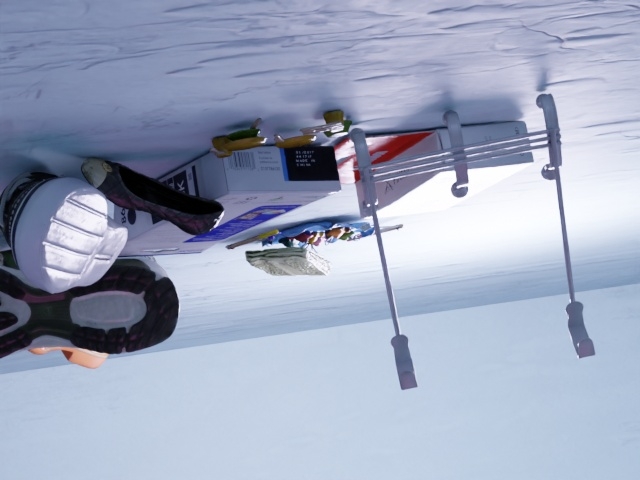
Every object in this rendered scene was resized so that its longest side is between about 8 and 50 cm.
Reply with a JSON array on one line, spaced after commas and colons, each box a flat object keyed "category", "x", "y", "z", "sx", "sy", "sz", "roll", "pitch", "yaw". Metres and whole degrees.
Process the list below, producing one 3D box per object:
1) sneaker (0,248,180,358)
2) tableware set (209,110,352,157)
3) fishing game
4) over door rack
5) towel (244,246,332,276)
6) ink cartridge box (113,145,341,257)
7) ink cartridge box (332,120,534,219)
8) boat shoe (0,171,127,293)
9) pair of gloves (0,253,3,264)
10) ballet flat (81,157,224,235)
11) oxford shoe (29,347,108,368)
[{"category": "sneaker", "x": -0.395, "y": 0.064, "z": 2.039, "sx": 0.410, "sy": 0.158, "sz": 0.182, "roll": 4, "pitch": -160, "yaw": -6}, {"category": "tableware set", "x": -0.044, "y": -0.117, "z": 1.638, "sx": 0.154, "sy": 0.024, "sz": 0.104, "roll": -12, "pitch": 174, "yaw": 7}, {"category": "fishing game", "x": 0.000, "y": 0.000, "z": 2.388, "sx": 0.264, "sy": 0.041, "sz": 0.189, "roll": -2, "pitch": 171, "yaw": -42}, {"category": "over door rack", "x": 0.174, "y": -0.003, "z": 1.763, "sx": 0.239, "sy": 0.324, "sz": 0.108, "roll": -11, "pitch": -157, "yaw": 3}, {"category": "towel", "x": -0.050, "y": 0.035, "z": 2.395, "sx": 0.110, "sy": 0.027, "sz": 0.148, "roll": -3, "pitch": 168, "yaw": 18}, {"category": "ink cartridge box", "x": -0.136, "y": -0.045, "z": 1.856, "sx": 0.165, "sy": 0.065, "sz": 0.333, "roll": -3, "pitch": 168, "yaw": -37}, {"category": "ink cartridge box", "x": 0.100, "y": -0.081, "z": 1.907, "sx": 0.239, "sy": 0.060, "sz": 0.275, "roll": -8, "pitch": 171, "yaw": -22}, {"category": "boat shoe", "x": -0.302, "y": -0.015, "z": 1.648, "sx": 0.119, "sy": 0.121, "sz": 0.335, "roll": 30, "pitch": 173, "yaw": 4}, {"category": "pair of gloves", "x": -0.487, "y": 0.018, "z": 1.805, "sx": 0.204, "sy": 0.042, "sz": 0.240, "roll": 4, "pitch": 171, "yaw": -7}, {"category": "ballet flat", "x": -0.186, "y": -0.056, "z": 1.670, "sx": 0.173, "sy": 0.057, "sz": 0.049, "roll": 23, "pitch": 129, "yaw": -30}, {"category": "oxford shoe", "x": -0.428, "y": 0.107, "z": 2.459, "sx": 0.133, "sy": 0.130, "sz": 0.364, "roll": -44, "pitch": 157, "yaw": 7}]
